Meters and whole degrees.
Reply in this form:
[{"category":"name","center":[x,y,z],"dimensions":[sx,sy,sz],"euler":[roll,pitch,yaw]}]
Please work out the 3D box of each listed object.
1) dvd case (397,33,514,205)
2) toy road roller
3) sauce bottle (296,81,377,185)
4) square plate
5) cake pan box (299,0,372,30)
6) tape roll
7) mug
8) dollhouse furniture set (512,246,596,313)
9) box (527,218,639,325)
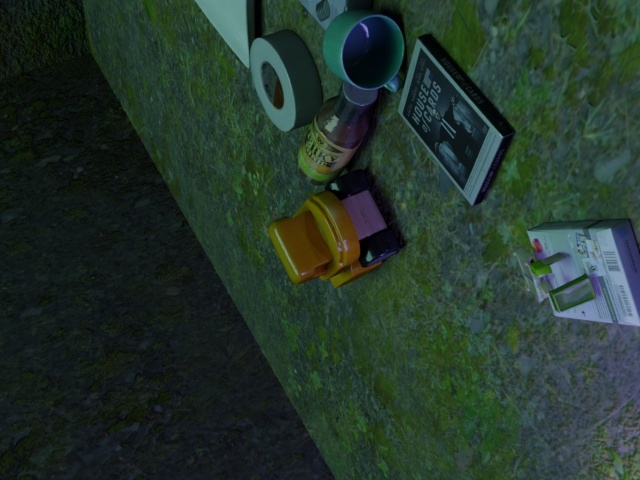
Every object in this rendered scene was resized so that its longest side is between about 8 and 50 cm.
[{"category":"dvd case","center":[0.217,-0.199,1.365],"dimensions":[0.239,0.029,0.179],"euler":[56,156,26]},{"category":"toy road roller","center":[0.000,0.000,1.801],"dimensions":[0.202,0.240,0.329],"euler":[65,159,7]},{"category":"sauce bottle","center":[0.033,-0.224,1.673],"dimensions":[0.111,0.111,0.344],"euler":[62,159,13]},{"category":"square plate","center":[-0.237,-0.650,1.981],"dimensions":[0.344,0.049,0.347],"euler":[55,156,31]},{"category":"cake pan box","center":[0.009,-0.526,1.480],"dimensions":[0.246,0.070,0.267],"euler":[52,155,30]},{"category":"tape roll","center":[-0.080,-0.361,1.863],"dimensions":[0.219,0.072,0.219],"euler":[51,154,38]},{"category":"mug","center":[0.071,-0.327,1.446],"dimensions":[0.097,0.129,0.158],"euler":[40,146,52]},{"category":"dollhouse furniture set","center":[0.344,0.053,1.216],"dimensions":[0.152,0.058,0.076],"euler":[-113,-1,-73]},{"category":"box","center":[0.387,0.045,1.186],"dimensions":[0.186,0.038,0.145],"euler":[-4,108,68]}]
